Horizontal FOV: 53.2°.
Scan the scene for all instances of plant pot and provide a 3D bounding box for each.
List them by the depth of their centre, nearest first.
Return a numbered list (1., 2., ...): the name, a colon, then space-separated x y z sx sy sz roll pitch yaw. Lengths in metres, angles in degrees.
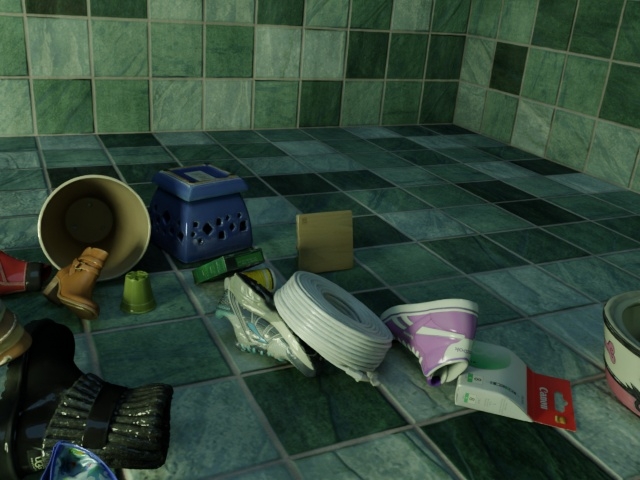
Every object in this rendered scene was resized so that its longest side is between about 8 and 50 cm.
1. plant pot: -0.419 0.114 1.467 0.083 0.079 0.083 5 22 -2
2. plant pot: -0.589 -0.041 1.648 0.256 0.257 0.274 -5 8 -23
3. plant pot: -0.341 -0.091 1.808 0.235 0.212 0.236 -14 29 -40

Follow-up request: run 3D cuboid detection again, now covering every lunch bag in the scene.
1. lunch bag: -0.315 0.355 0.840 0.096 0.129 0.151 -11 28 -35

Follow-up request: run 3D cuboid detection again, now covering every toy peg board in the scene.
1. toy peg board: 0.000 0.000 1.746 0.161 0.161 0.079 -6 9 -25

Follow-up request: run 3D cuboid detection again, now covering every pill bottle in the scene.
1. pill bottle: -0.171 0.106 1.557 0.116 0.065 0.065 -8 25 -28

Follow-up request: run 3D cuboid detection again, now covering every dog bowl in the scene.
1. dog bowl: 0.765 0.253 1.279 0.407 0.151 0.408 4 22 -1

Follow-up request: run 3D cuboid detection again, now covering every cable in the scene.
1. cable: 0.027 0.162 1.307 0.257 0.089 0.257 33 11 -10

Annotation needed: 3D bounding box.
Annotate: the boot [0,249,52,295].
1. boot: -0.749 0.056 1.542 0.176 0.089 0.244 -8 33 -28

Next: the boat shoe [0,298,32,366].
1. boat shoe: -0.601 0.196 1.031 0.324 0.116 0.123 -23 37 24

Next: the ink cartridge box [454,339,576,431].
1. ink cartridge box: 0.387 0.281 1.265 0.224 0.056 0.181 9 23 14

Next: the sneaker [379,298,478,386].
1. sneaker: 0.202 0.215 1.306 0.102 0.161 0.282 17 -19 -23

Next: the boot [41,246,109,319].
1. boot: -0.523 0.088 1.434 0.197 0.073 0.152 17 58 34

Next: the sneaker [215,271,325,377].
1. sneaker: -0.107 0.196 1.325 0.283 0.122 0.110 42 9 26

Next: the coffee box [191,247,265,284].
1. coffee box: -0.227 0.064 1.563 0.113 0.041 0.184 -13 -5 -38

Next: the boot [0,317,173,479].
1. boot: -0.376 0.251 1.069 0.260 0.131 0.348 -6 35 -9
